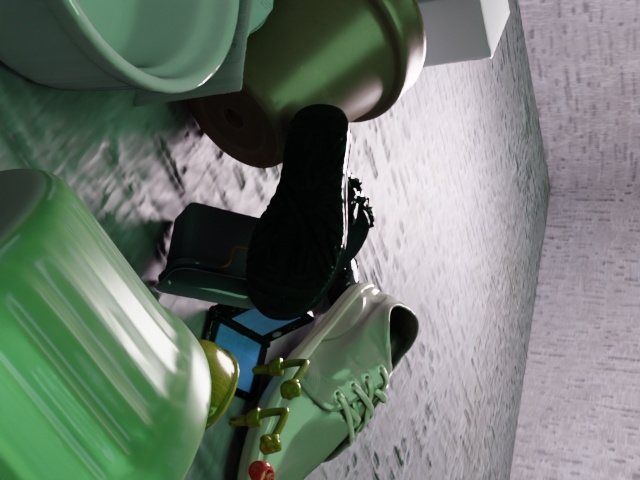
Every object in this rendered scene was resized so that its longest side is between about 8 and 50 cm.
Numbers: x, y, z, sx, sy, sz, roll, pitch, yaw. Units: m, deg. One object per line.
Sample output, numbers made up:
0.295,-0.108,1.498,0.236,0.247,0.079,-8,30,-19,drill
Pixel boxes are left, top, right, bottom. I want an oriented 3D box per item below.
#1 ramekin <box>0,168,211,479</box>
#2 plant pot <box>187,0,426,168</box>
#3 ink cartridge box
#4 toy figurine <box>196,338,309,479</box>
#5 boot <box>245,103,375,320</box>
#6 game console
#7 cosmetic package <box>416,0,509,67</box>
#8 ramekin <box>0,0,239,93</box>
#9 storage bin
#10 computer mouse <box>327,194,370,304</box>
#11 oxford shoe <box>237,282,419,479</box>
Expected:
-0.228,0.088,0.408,0.148,0.304,0.303,64,34,-26,ramekin
-0.041,-0.214,0.903,0.229,0.263,0.263,-49,134,-29,plant pot
-0.122,-0.228,0.800,0.045,0.146,0.179,26,66,-59,ink cartridge box
-0.168,0.159,0.653,0.217,0.191,0.362,65,33,-31,toy figurine
0.000,0.000,0.830,0.207,0.094,0.246,68,30,-63,boot
-0.078,0.132,0.944,0.144,0.124,0.085,42,25,-56,game console
0.237,-0.450,1.458,0.224,0.225,0.138,-62,141,-47,cosmetic package
-0.200,-0.264,0.657,0.277,0.135,0.277,-1,90,-64,ramekin
-0.109,0.013,0.839,0.135,0.098,0.091,13,62,-28,storage bin
0.062,0.014,1.282,0.071,0.041,0.242,57,39,-45,computer mouse
0.024,0.220,1.066,0.449,0.130,0.169,-49,145,-45,oxford shoe
